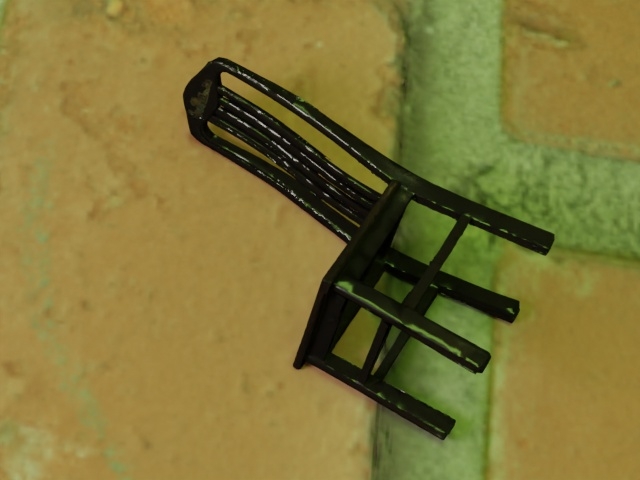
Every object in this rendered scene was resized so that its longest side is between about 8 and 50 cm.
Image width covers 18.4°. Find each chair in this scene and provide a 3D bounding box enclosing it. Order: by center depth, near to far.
[{"bbox_3d":[0.000,0.000,1.017,0.212,0.084,0.101,28,54,7],"label":"chair"}]
